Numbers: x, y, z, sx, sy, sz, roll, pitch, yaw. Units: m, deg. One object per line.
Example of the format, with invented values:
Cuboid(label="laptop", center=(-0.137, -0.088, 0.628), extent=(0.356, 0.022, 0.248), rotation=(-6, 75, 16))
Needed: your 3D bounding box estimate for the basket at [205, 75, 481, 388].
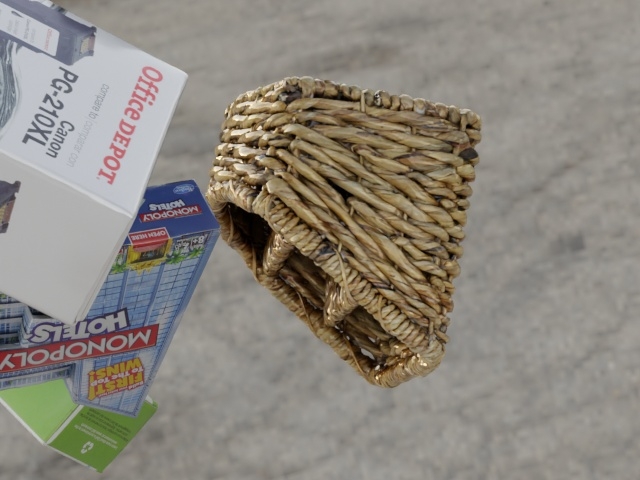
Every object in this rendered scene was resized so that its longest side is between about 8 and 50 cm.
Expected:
Cuboid(label="basket", center=(0.000, 0.000, 1.543), extent=(0.213, 0.223, 0.299), rotation=(10, -8, -7))

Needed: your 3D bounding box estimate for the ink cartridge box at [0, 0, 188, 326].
Cuboid(label="ink cartridge box", center=(-0.213, -0.078, 1.045), extent=(0.237, 0.100, 0.172), rotation=(27, 34, -10))

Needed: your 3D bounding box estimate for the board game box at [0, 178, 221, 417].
Cuboid(label="board game box", center=(-0.182, 0.058, 1.293), extent=(0.194, 0.194, 0.060), rotation=(-11, 46, -23))

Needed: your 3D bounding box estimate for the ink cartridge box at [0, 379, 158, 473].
Cuboid(label="ink cartridge box", center=(-0.298, 0.110, 1.729), extent=(0.189, 0.255, 0.097), rotation=(40, 89, 28))
